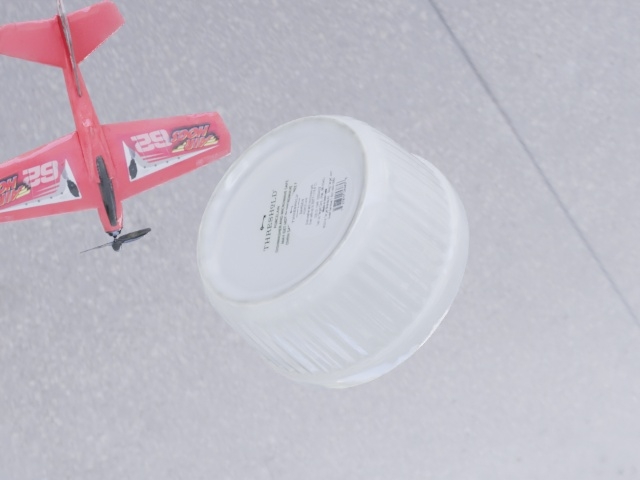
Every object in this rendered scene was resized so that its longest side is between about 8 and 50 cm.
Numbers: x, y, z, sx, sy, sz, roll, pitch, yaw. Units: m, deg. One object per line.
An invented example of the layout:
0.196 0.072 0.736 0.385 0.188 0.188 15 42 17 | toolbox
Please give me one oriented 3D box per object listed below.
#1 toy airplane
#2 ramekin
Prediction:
-0.128 -0.063 0.651 0.151 0.028 0.151 -7 109 -21 | toy airplane
0.000 0.000 0.936 0.207 0.207 0.109 -44 132 7 | ramekin
